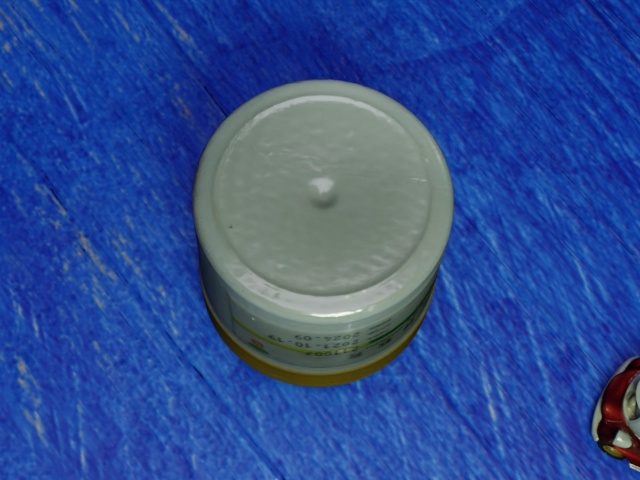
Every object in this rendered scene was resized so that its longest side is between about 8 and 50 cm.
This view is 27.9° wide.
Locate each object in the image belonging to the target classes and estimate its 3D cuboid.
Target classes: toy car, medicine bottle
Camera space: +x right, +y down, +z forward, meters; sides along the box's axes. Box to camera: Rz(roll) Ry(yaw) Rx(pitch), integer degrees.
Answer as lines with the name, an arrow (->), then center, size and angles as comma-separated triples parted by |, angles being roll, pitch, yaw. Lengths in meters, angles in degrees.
toy car -> 0.343, 0.169, 1.237 | 0.139, 0.112, 0.112 | 28, 71, 9
medicine bottle -> 0.000, 0.000, 1.226 | 0.238, 0.232, 0.238 | 1, 70, -2
